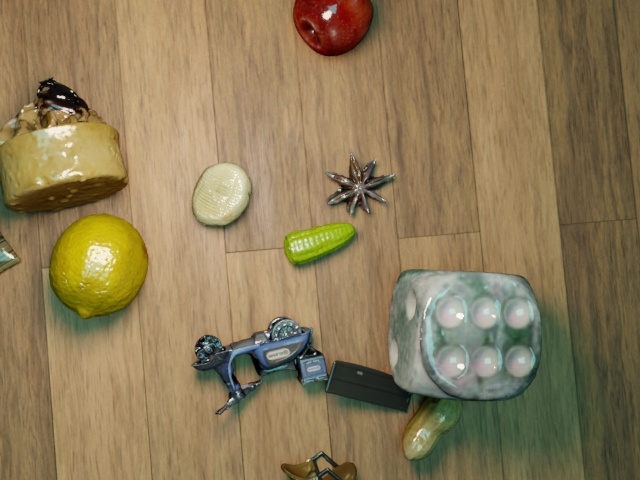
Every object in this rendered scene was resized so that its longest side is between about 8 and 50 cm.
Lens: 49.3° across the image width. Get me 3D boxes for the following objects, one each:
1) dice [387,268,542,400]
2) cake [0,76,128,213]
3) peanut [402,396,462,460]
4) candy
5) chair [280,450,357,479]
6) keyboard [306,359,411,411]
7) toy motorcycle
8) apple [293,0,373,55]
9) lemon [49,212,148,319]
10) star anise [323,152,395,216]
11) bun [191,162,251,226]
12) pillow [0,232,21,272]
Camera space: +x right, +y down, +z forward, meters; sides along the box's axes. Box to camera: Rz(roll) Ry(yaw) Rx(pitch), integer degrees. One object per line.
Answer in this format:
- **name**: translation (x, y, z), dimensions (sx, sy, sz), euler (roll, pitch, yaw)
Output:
- **dice**: translation (0.375, 0.246, 1.868), dimensions (0.328, 0.348, 0.330), euler (3, 88, -9)
- **cake**: translation (-0.676, -0.257, 1.776), dimensions (0.332, 0.332, 0.321), euler (-17, 84, -8)
- **peanut**: translation (0.311, 0.517, 1.960), dimensions (0.236, 0.120, 0.110), euler (-51, 133, -12)
- **candy**: translation (0.000, 0.000, 1.960), dimensions (0.210, 0.097, 0.096), euler (-19, 90, -10)
- **chair**: translation (0.029, 0.672, 1.897), dimensions (0.172, 0.159, 0.246), euler (-32, 93, -6)
- **keyboard**: translation (0.098, 0.395, 1.928), dimensions (0.381, 0.041, 0.103), euler (21, 83, -30)
- **toy motorcycle**: translation (-0.168, 0.334, 1.905), dimensions (0.359, 0.125, 0.212), euler (-12, 93, -11)
- **apple**: translation (0.034, -0.627, 1.932), dimensions (0.218, 0.218, 0.201), euler (43, 82, -3)
- **lemon**: translation (-0.572, 0.064, 1.804), dimensions (0.267, 0.267, 0.267), euler (0, 87, -7)
- **star anise**: translation (0.103, -0.160, 1.993), dimensions (0.204, 0.061, 0.180), euler (-42, 98, -4)
- **bun**: translation (-0.272, -0.124, 1.927), dimensions (0.164, 0.111, 0.188), euler (20, 88, 11)
- **pillow**: translation (-0.908, 0.002, 1.869), dimensions (0.113, 0.038, 0.203), euler (-34, 92, -11)
